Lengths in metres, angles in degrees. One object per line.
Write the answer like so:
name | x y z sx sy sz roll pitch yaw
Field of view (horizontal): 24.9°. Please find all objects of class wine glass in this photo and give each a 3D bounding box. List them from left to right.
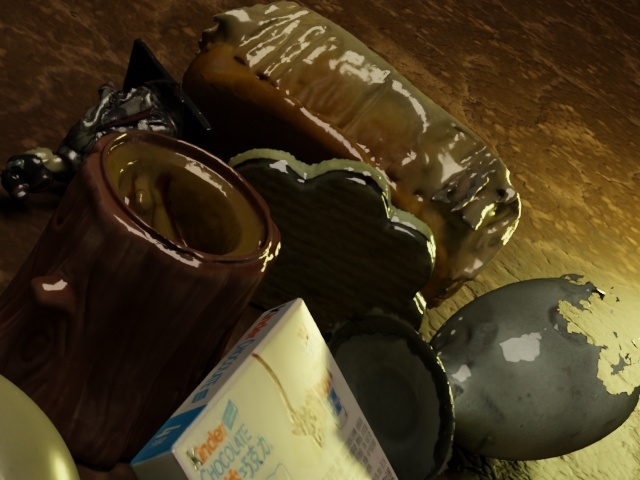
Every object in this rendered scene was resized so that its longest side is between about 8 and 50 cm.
wine glass | 0.163 0.137 1.420 0.357 0.190 0.190 -7 47 -44

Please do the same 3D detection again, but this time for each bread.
bread | 0.000 0.000 1.443 0.286 0.207 0.056 29 34 -14
bread | 0.023 -0.084 1.561 0.389 0.236 0.183 39 72 12

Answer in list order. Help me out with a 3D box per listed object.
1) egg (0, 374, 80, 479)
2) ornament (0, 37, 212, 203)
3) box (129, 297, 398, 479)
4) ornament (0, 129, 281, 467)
egg | -0.254 0.168 0.930 0.242 0.186 0.186 40 28 31
ornament | -0.236 -0.091 1.435 0.196 0.166 0.153 -15 51 -36
box | -0.015 0.213 1.125 0.265 0.048 0.273 63 27 -10
ornament | -0.154 0.038 1.201 0.235 0.217 0.221 18 32 -27
